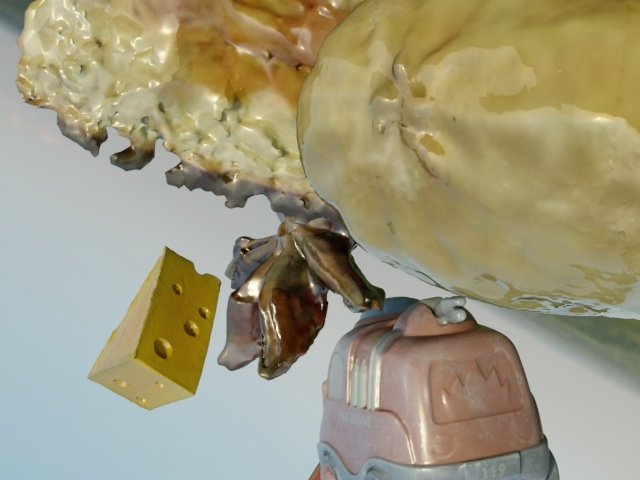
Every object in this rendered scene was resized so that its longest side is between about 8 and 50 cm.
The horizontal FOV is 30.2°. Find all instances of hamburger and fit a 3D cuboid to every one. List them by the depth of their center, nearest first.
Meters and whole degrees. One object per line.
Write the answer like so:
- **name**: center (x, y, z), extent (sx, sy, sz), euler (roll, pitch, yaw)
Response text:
- **hamburger**: center (0.055, -0.161, 0.761), extent (0.445, 0.268, 0.287), euler (13, -160, -11)

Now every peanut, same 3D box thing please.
- **peanut**: center (0.174, -0.043, 0.534), extent (0.387, 0.169, 0.192), euler (8, 170, 17)

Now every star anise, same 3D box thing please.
- **star anise**: center (0.000, -0.001, 1.044), extent (0.088, 0.288, 0.288), euler (34, 179, -31)

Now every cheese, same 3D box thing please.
- **cheese**: center (-0.183, 0.100, 1.412), extent (0.093, 0.171, 0.126), euler (32, 150, -22)

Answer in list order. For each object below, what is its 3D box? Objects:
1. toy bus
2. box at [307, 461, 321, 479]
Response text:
- **toy bus**: center (0.110, 0.173, 1.260), extent (0.197, 0.232, 0.294), euler (-7, 180, -18)
- **box**: center (0.154, 0.327, 1.478), extent (0.313, 0.197, 0.089), euler (36, -159, 18)
